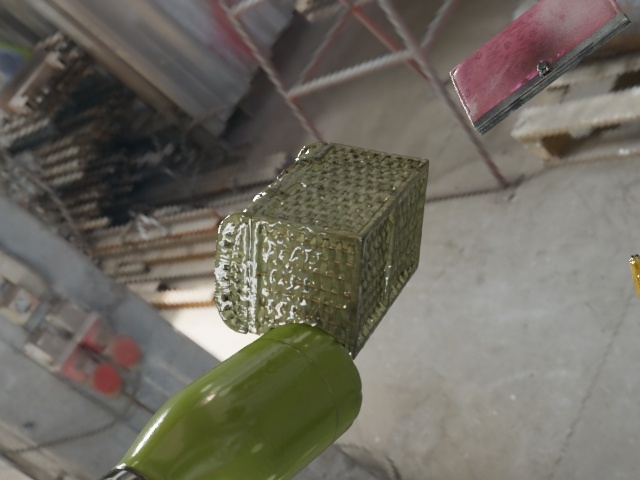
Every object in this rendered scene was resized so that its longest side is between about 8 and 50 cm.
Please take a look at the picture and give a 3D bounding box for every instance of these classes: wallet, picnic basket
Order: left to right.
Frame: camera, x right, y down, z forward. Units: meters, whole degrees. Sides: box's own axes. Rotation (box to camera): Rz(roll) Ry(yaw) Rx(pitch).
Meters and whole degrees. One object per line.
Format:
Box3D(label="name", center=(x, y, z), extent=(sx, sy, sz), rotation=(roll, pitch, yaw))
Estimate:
Box3D(label="picnic basket", center=(0.000, 0.000, 1.129), extent=(0.154, 0.134, 0.196), rotation=(14, 31, 19))
Box3D(label="wallet", center=(0.274, -0.245, 1.479), extent=(0.232, 0.025, 0.119), rotation=(-37, 46, 23))

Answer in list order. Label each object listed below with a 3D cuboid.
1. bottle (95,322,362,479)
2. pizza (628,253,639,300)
Box3D(label="bottle", center=(-0.078, 0.162, 0.920), extent=(0.112, 0.112, 0.260), rotation=(-25, 4, 44))
Box3D(label="pizza", center=(0.493, 0.103, 1.552), extent=(0.188, 0.204, 0.080), rotation=(-13, -3, -37))
